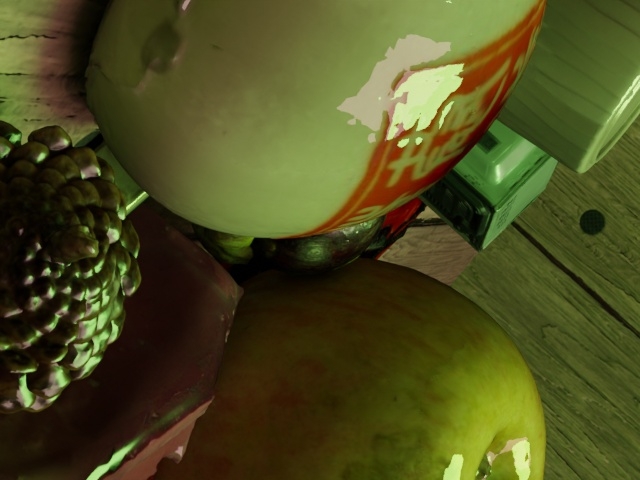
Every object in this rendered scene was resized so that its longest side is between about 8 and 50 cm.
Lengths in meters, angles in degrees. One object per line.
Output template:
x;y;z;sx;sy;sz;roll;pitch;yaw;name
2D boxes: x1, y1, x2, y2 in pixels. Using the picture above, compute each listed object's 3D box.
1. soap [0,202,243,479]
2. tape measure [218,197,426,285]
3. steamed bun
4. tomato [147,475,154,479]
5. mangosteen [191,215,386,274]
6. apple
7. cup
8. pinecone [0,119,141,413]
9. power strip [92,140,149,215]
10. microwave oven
-0.203;0.106;1.432;0.325;0.220;0.127;-36;155;-42;soap
0.000;0.000;2.041;0.260;0.114;0.253;-51;167;18;tape measure
0.022;-0.151;1.323;0.374;0.241;0.374;-48;171;-11;steamed bun
-0.125;0.191;1.894;0.256;0.224;0.256;-20;116;-48;tomato
-0.044;-0.062;1.573;0.217;0.192;0.192;-4;147;-25;mangosteen
0.034;0.189;1.648;0.364;0.364;0.364;-45;168;-12;apple
0.173;-0.199;1.612;0.208;0.273;0.288;-49;169;-24;cup
-0.212;0.028;1.231;0.185;0.168;0.212;-43;168;-31;pinecone
-0.168;-0.043;1.428;0.123;0.056;0.032;-43;180;-22;power strip
0.136;-0.112;1.922;0.122;0.208;0.162;-44;168;-14;microwave oven
